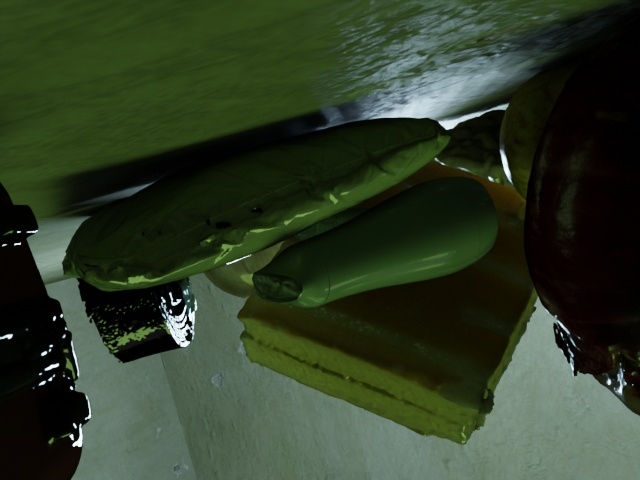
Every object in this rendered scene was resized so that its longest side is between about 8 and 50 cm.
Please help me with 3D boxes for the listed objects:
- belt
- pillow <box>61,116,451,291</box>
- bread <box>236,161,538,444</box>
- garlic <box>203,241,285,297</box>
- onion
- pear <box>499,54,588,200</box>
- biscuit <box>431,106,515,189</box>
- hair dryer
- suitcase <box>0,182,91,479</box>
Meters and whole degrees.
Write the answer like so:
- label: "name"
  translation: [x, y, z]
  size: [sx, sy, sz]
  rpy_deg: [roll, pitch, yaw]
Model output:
- label: "belt"
  translation: [-0.176, 0.040, 1.022]
  size: [0.078, 0.151, 0.198]
  rpy_deg: [-17, -165, 4]
- label: "pillow"
  translation: [-0.069, -0.033, 0.819]
  size: [0.281, 0.076, 0.274]
  rpy_deg: [-22, -173, -15]
- label: "bread"
  translation: [0.085, 0.040, 0.962]
  size: [0.246, 0.239, 0.111]
  rpy_deg: [21, 152, 20]
- label: "garlic"
  translation: [-0.043, 0.027, 1.287]
  size: [0.218, 0.212, 0.218]
  rpy_deg: [-20, -174, 2]
- label: "onion"
  translation: [0.272, -0.020, 0.724]
  size: [0.314, 0.314, 0.232]
  rpy_deg: [-17, -167, -22]
- label: "pear"
  translation: [0.238, -0.088, 0.890]
  size: [0.178, 0.178, 0.178]
  rpy_deg: [-16, 180, 0]
- label: "biscuit"
  translation: [0.236, -0.106, 1.107]
  size: [0.187, 0.036, 0.273]
  rpy_deg: [-31, -154, -20]
- label: "hair dryer"
  translation: [0.000, 0.000, 0.850]
  size: [0.206, 0.075, 0.237]
  rpy_deg: [-18, -167, -31]
- label: "suitcase"
  translation: [-0.219, 0.063, 0.322]
  size: [0.236, 0.161, 0.297]
  rpy_deg: [-17, -179, 2]
